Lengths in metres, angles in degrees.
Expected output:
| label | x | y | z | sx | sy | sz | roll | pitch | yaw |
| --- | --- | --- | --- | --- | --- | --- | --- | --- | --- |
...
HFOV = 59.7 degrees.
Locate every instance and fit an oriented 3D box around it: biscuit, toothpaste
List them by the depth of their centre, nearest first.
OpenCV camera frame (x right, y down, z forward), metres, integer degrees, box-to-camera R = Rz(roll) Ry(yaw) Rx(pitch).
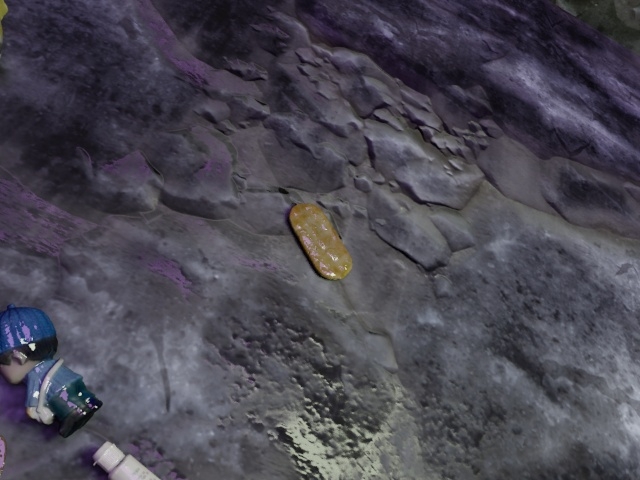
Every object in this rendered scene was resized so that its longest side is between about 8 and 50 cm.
| label | x | y | z | sx | sy | sz | roll | pitch | yaw |
| --- | --- | --- | --- | --- | --- | --- | --- | --- | --- |
| toothpaste | -0.164 | 0.285 | 0.594 | 0.190 | 0.031 | 0.048 | 41 | 46 | 0 |
| biscuit | 0.000 | 0.000 | 0.890 | 0.071 | 0.018 | 0.147 | -15 | 66 | -36 |

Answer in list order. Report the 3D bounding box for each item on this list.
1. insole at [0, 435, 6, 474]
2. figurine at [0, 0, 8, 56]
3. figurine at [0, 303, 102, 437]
| label | x | y | z | sx | sy | sz | roll | pitch | yaw |
| --- | --- | --- | --- | --- | --- | --- | --- | --- | --- |
| insole | -0.347 | 0.252 | 0.537 | 0.045 | 0.002 | 0.134 | 23 | 50 | -11 |
| figurine | -0.513 | -0.326 | 0.786 | 0.184 | 0.128 | 0.208 | 35 | 44 | -4 |
| figurine | -0.303 | 0.139 | 0.596 | 0.149 | 0.087 | 0.086 | 42 | 11 | 4 |
